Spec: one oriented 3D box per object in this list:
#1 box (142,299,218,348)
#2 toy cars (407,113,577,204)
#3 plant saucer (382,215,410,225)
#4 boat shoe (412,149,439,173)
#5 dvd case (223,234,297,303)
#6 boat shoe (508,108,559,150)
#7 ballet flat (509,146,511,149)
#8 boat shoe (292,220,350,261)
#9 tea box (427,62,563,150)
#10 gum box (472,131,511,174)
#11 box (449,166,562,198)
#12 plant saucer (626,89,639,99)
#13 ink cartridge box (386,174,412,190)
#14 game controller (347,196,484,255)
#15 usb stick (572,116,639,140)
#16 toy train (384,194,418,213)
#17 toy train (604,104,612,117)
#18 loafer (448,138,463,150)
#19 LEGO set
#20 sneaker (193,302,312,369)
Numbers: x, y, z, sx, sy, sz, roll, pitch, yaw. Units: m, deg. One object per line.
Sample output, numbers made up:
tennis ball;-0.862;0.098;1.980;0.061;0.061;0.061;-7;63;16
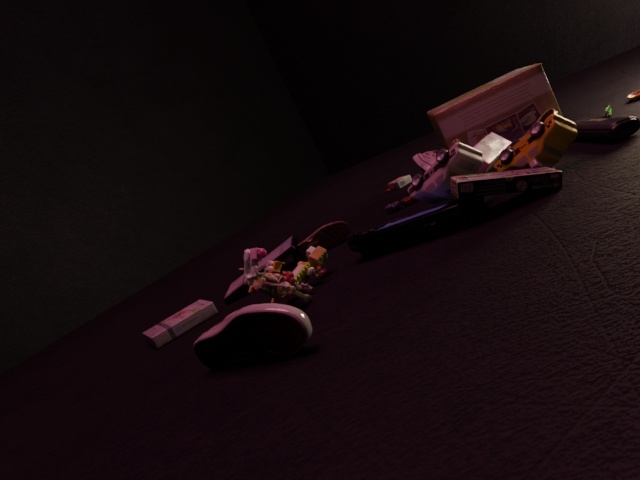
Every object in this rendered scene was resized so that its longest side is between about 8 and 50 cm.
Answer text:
box;-0.387;0.226;1.590;0.186;0.038;0.145;-29;10;-24
toy cars;0.390;-0.161;1.321;0.394;0.176;0.087;-16;55;12
plant saucer;0.202;-0.045;1.495;0.084;0.015;0.083;-16;-5;-1
boat shoe;0.379;-0.262;1.946;0.088;0.096;0.267;-40;9;10
dvd case;-0.171;0.081;1.689;0.253;0.022;0.180;-38;8;5
boat shoe;0.565;-0.264;1.525;0.105;0.089;0.285;-16;15;45
ballet flat;0.428;-0.218;1.642;0.241;0.077;0.091;-18;-28;16
boat shoe;0.000;0.000;1.710;0.190;0.068;0.072;-27;-2;0
tea box;0.531;-0.370;1.796;0.329;0.219;0.323;-25;10;11
gum box;0.417;-0.199;1.492;0.188;0.062;0.107;-37;-26;-46
box;0.384;-0.123;1.215;0.207;0.036;0.114;-5;12;6
plant saucer;0.921;-0.421;1.653;0.084;0.013;0.083;-26;10;5
ink cartridge box;0.291;-0.217;2.190;0.063;0.029;0.115;-30;11;-20
game controller;0.218;-0.043;1.338;0.319;0.067;0.166;-19;12;34
usb stick;0.679;-0.274;1.410;0.077;0.045;0.278;-26;9;7
toy train;0.266;-0.119;1.746;0.158;0.027;0.036;-23;21;14
toy train;0.803;-0.362;1.619;0.017;0.023;0.083;-20;11;35
loafer;0.379;-0.201;1.573;0.050;0.147;0.056;10;21;37
LEGO set;-0.048;0.080;1.288;0.107;0.132;0.287;2;1;36
sneaker;-0.109;0.150;1.045;0.290;0.105;0.123;-20;14;42
